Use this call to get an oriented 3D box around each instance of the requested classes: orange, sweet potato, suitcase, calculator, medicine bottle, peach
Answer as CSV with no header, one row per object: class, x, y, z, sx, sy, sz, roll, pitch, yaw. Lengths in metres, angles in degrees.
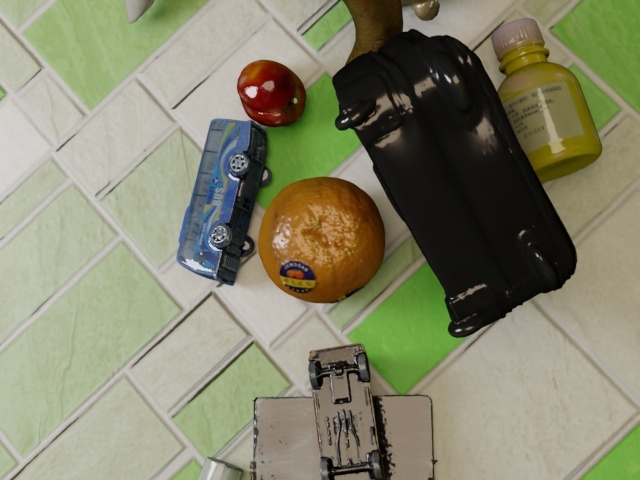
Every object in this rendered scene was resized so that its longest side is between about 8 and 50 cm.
orange,0.002,0.000,1.403,0.177,0.155,0.178,0,88,8
sweet potato,0.056,-0.303,1.360,0.108,0.346,0.079,1,59,14
suitcase,0.152,-0.084,1.282,0.188,0.339,0.345,-31,104,3
calculator,0.032,0.293,1.414,0.261,0.021,0.161,-1,79,9
medicine bottle,0.298,-0.196,1.407,0.121,0.122,0.213,-18,77,6
peach,-0.074,-0.215,1.486,0.100,0.101,0.101,-2,80,9

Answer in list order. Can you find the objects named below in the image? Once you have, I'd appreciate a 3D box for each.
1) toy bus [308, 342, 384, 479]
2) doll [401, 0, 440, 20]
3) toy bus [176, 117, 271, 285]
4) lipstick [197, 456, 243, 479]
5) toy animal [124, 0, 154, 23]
toy bus,0.037,0.241,1.368,0.083,0.088,0.195,-9,75,7
doll,0.057,-0.459,1.385,0.247,0.349,0.247,-20,45,21
toy bus,-0.139,-0.057,1.481,0.094,0.079,0.237,10,81,27
lipstick,-0.178,0.430,1.405,0.059,0.059,0.264,20,83,12
toy animal,-0.230,-0.498,1.534,0.325,0.154,0.208,-43,70,4
